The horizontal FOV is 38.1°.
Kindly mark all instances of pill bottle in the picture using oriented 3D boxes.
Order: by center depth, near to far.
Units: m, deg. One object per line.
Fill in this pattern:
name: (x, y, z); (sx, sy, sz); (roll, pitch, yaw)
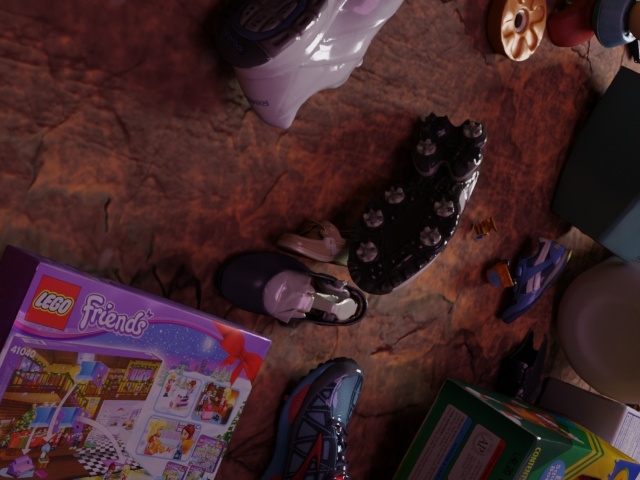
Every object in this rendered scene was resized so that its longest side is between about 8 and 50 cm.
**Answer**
pill bottle: (0.594, 0.100, 1.546); (0.407, 0.229, 0.229); (-20, 119, -42)

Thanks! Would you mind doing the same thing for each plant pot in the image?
plant pot: (0.470, -0.099, 1.378); (0.165, 0.165, 0.234); (27, 102, -44)

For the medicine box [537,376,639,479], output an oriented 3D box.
medicine box: (0.460, 0.402, 1.582); (0.289, 0.149, 0.263); (27, 85, -49)

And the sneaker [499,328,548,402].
sneaker: (0.298, 0.217, 1.417); (0.170, 0.051, 0.089); (-37, 129, -37)

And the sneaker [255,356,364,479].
sneaker: (0.007, 0.267, 1.070); (0.104, 0.125, 0.262); (23, 88, -49)

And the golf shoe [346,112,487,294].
golf shoe: (0.123, -0.024, 1.076); (0.273, 0.105, 0.120); (-54, 153, -32)

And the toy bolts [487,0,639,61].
toy bolts: (0.347, -0.303, 1.182); (0.228, 0.158, 0.218); (29, 83, -48)

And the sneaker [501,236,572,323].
sneaker: (0.308, 0.059, 1.367); (0.144, 0.059, 0.053); (-53, 170, 4)

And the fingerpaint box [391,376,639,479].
fingerpaint box: (0.221, 0.448, 1.296); (0.371, 0.163, 0.445); (25, 95, -49)

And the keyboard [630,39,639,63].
keyboard: (0.532, -0.374, 1.454); (0.180, 0.023, 0.108); (-52, 142, -21)

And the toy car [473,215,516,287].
toy car: (0.238, 0.017, 1.298); (0.040, 0.060, 0.122); (-21, 110, 11)

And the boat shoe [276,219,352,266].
boat shoe: (0.000, 0.000, 1.021); (0.135, 0.050, 0.045); (12, 93, -58)

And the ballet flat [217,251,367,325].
ballet flat: (-0.019, 0.059, 1.004); (0.203, 0.074, 0.074); (18, 91, -48)

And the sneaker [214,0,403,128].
sneaker: (0.015, -0.232, 0.923); (0.297, 0.111, 0.129); (-42, 147, -22)

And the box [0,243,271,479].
box: (-0.188, 0.142, 0.834); (0.293, 0.057, 0.201); (27, 85, -49)
